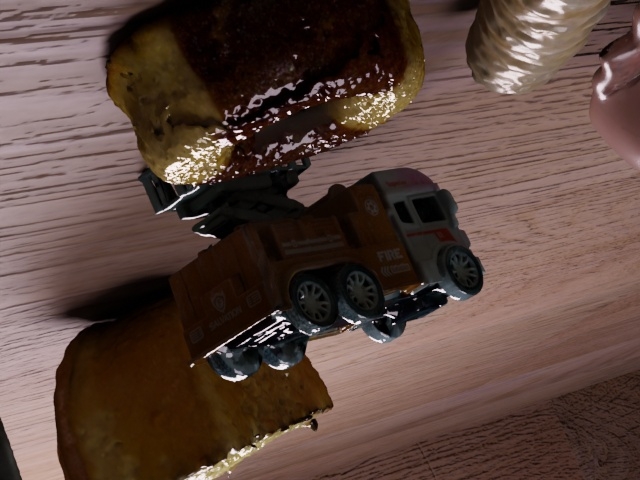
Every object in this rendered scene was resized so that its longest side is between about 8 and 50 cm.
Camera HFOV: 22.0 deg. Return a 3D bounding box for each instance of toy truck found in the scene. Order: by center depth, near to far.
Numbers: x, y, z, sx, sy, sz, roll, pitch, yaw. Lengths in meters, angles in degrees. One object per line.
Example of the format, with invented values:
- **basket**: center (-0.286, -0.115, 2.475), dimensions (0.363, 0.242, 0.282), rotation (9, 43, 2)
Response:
- **toy truck**: center (-0.001, 0.000, 0.881), dimensions (0.177, 0.115, 0.080), rotation (-7, 161, -47)

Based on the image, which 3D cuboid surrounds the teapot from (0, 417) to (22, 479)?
- **teapot**: center (-0.315, 0.146, 0.759), dimensions (0.300, 0.253, 0.344), rotation (19, 142, -21)

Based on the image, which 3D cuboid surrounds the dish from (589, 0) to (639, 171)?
- **dish**: center (0.253, -0.091, 0.892), dimensions (0.213, 0.090, 0.213), rotation (-22, 156, -10)

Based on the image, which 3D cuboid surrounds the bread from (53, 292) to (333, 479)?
- **bread**: center (-0.091, 0.105, 1.122), dimensions (0.143, 0.139, 0.229), rotation (-25, 174, 19)

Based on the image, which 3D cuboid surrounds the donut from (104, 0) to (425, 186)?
- **donut**: center (-0.021, -0.069, 0.697), dimensions (0.140, 0.059, 0.140), rotation (-20, 171, -3)

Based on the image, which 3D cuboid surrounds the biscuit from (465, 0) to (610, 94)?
- **biscuit**: center (0.103, -0.119, 0.697), dimensions (0.061, 0.055, 0.219), rotation (-30, 170, -12)
